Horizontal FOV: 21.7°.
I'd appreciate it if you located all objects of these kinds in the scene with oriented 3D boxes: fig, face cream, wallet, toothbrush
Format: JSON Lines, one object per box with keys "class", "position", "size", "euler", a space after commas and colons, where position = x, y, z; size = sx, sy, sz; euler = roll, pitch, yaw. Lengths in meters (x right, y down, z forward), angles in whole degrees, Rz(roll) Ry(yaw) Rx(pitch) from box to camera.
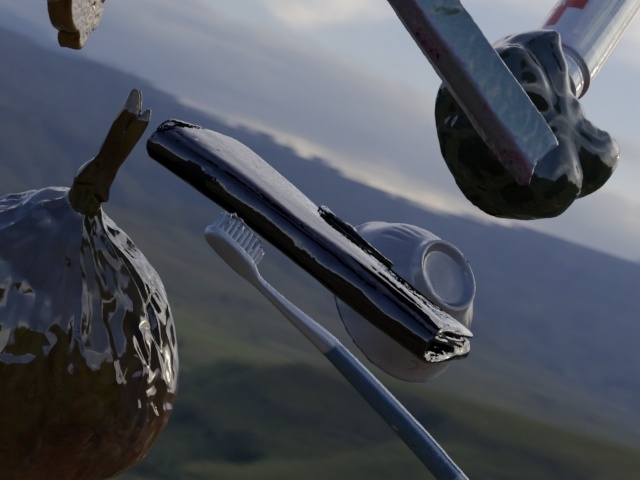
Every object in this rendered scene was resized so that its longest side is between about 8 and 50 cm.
{"class": "fig", "position": [-0.228, 0.024, 1.430], "size": [0.286, 0.369, 0.286], "euler": [23, 18, -8]}
{"class": "face cream", "position": [0.332, -0.263, 2.153], "size": [0.102, 0.345, 0.102], "euler": [20, -45, 21]}
{"class": "wallet", "position": [0.000, 0.000, 1.485], "size": [0.318, 0.045, 0.172], "euler": [38, 10, 18]}
{"class": "toothbrush", "position": [0.020, 0.082, 1.103], "size": [0.276, 0.025, 0.019], "euler": [47, -40, -19]}

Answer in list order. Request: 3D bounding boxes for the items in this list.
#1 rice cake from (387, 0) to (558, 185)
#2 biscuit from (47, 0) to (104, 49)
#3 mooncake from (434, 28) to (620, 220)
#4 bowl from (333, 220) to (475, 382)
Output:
{"class": "rice cake", "position": [0.090, -0.170, 1.322], "size": [0.290, 0.051, 0.081], "euler": [55, -7, -3]}
{"class": "biscuit", "position": [-0.239, -0.298, 1.643], "size": [0.035, 0.184, 0.249], "euler": [16, -25, 7]}
{"class": "mooncake", "position": [0.194, -0.105, 1.520], "size": [0.175, 0.168, 0.104], "euler": [29, -22, -24]}
{"class": "bowl", "position": [0.110, 0.050, 1.800], "size": [0.189, 0.189, 0.086], "euler": [21, -36, -35]}
